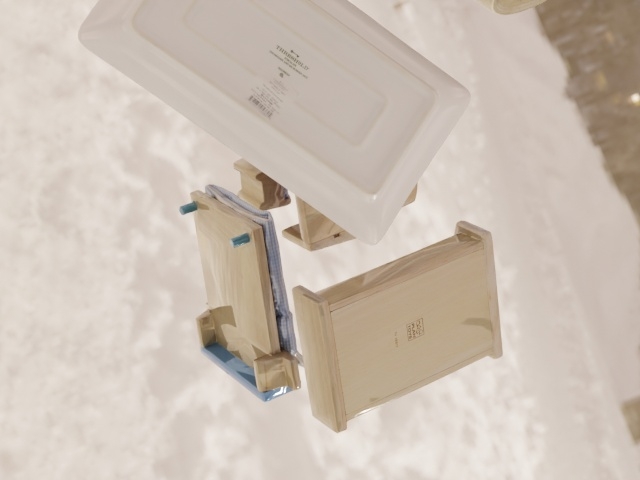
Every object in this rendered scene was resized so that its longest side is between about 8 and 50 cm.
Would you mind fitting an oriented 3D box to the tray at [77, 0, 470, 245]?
[{"bbox_3d":[-0.027,-0.128,1.057,0.270,0.145,0.030,35,-9,-10],"label":"tray"}]

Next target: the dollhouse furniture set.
[{"bbox_3d":[0.000,0.000,1.443,0.303,0.198,0.286,27,-48,52],"label":"dollhouse furniture set"}]

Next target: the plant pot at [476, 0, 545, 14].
[{"bbox_3d":[0.126,-0.335,1.210,0.274,0.256,0.256,58,11,14],"label":"plant pot"}]
